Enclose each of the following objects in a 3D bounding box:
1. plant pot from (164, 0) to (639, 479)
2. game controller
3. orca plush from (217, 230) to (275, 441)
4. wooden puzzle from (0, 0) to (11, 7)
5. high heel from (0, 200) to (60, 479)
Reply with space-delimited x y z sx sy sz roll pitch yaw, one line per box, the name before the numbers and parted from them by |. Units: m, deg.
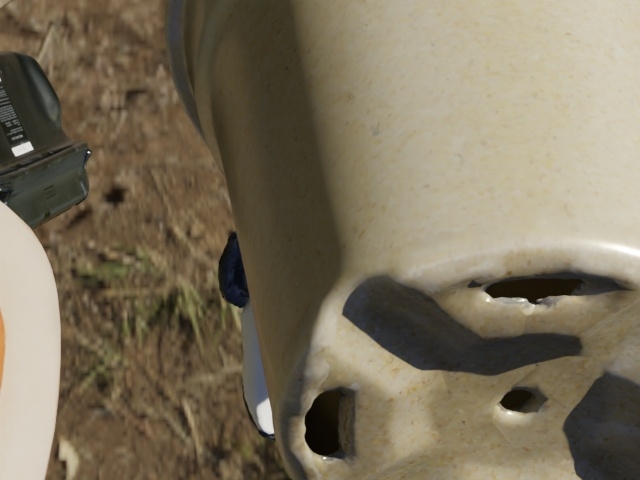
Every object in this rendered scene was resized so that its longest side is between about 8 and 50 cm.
plant pot | 0.084 -0.021 0.883 0.333 0.305 0.334 -2 133 -2
game controller | -0.288 -0.089 1.574 0.067 0.319 0.166 -32 94 11
orca plush | 0.000 0.000 1.272 0.151 0.102 0.287 1 91 -5
wooden puzzle | -0.240 -0.319 1.374 0.238 0.044 0.221 -28 116 15
high heel | -0.198 0.141 0.387 0.127 0.377 0.181 42 146 -5
